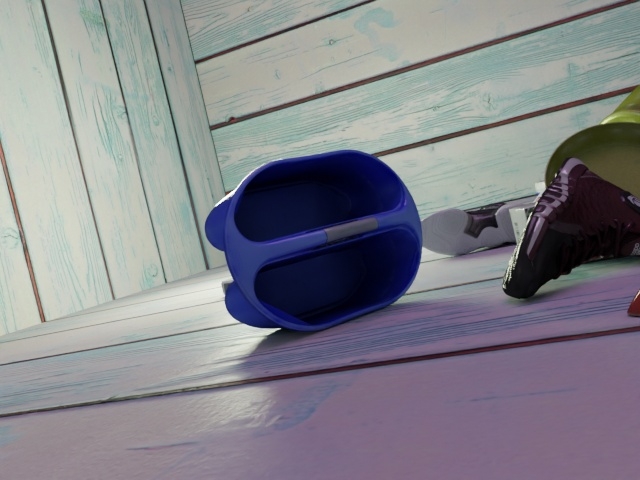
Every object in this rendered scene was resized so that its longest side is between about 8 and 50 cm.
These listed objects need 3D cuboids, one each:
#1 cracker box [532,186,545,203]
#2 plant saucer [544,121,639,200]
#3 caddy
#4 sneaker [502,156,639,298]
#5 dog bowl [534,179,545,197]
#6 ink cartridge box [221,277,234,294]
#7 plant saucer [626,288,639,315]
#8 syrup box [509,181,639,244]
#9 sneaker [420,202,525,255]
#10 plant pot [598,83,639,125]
[{"bbox_3d":[0.546,-0.099,1.320,0.156,0.067,0.232,-53,6,-1],"label":"cracker box"},{"bbox_3d":[0.459,-0.077,0.934,0.240,0.241,0.037,-13,-35,5],"label":"plant saucer"},{"bbox_3d":[0.000,0.000,0.919,0.341,0.242,0.179,-15,-3,-35],"label":"caddy"},{"bbox_3d":[0.349,-0.002,0.795,0.162,0.107,0.281,27,48,19],"label":"sneaker"},{"bbox_3d":[0.758,-0.145,1.785,0.264,0.104,0.265,-13,2,0],"label":"dog bowl"},{"bbox_3d":[-0.120,0.093,1.660,0.208,0.045,0.206,-12,2,42],"label":"ink cartridge box"},{"bbox_3d":[0.445,0.010,0.535,0.258,0.048,0.259,-15,4,-33],"label":"plant saucer"},{"bbox_3d":[0.440,-0.034,1.009,0.236,0.093,0.096,-13,2,3],"label":"syrup box"},{"bbox_3d":[0.342,-0.027,1.409,0.268,0.101,0.153,-7,2,7],"label":"sneaker"},{"bbox_3d":[0.869,-0.262,1.524,0.352,0.367,0.366,-26,7,-23],"label":"plant pot"}]
